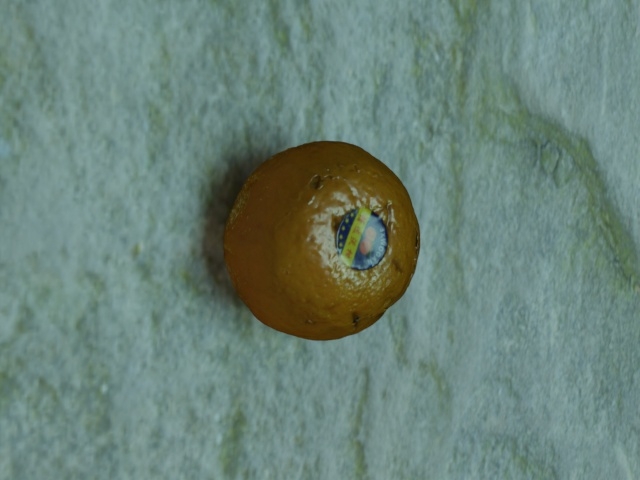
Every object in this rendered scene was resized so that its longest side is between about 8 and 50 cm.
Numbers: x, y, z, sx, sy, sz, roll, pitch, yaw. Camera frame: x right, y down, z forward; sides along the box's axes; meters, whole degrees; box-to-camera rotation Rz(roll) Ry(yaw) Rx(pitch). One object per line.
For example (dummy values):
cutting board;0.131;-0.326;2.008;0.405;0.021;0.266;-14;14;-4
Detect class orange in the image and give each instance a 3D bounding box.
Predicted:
orange;-0.001;0.001;0.822;0.136;0.117;0.135;5;81;-31
